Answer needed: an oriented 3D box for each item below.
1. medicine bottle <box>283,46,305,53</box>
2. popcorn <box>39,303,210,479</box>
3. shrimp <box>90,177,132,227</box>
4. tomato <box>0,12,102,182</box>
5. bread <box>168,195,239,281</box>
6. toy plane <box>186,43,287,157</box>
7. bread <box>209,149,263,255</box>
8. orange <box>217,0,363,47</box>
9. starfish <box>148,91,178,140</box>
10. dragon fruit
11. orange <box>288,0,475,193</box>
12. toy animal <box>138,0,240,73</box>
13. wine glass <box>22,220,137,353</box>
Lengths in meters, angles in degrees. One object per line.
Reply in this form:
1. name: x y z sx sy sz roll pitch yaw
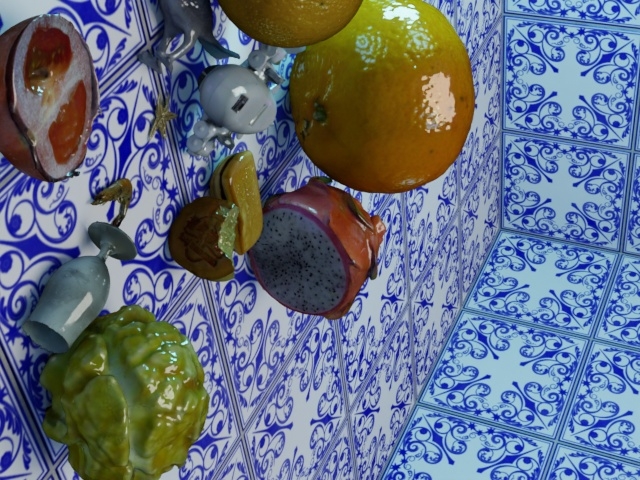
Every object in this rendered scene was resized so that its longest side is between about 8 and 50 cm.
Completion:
1. medicine bottle: -0.062 -0.440 2.022 0.080 0.080 0.130 -47 142 -51
2. popcorn: -0.304 0.257 1.603 0.282 0.247 0.282 -38 142 -39
3. shrimp: -0.334 -0.054 1.651 0.114 0.023 0.083 -39 139 -62
4. tomato: -0.382 -0.192 1.344 0.199 0.112 0.228 -67 158 -43
5. bread: -0.208 0.001 1.851 0.086 0.125 0.156 49 38 -72
6. toy plane: -0.146 -0.251 1.818 0.267 0.122 0.267 -50 171 -10
7. bread: -0.163 -0.074 1.978 0.116 0.077 0.200 -51 144 -46
8. orange: -0.053 -0.449 1.673 0.274 0.274 0.274 12 90 -68
9. starfish: -0.270 -0.208 1.732 0.092 0.016 0.086 87 25 -46
10. dragon fruit: 0.000 0.000 2.143 0.189 0.290 0.291 -44 141 -46
11. orange: 0.117 -0.300 2.123 0.326 0.424 0.424 -12 117 -31
12. toy animal: -0.222 -0.357 1.683 0.367 0.081 0.206 74 36 -56
13. wine glass: -0.364 0.072 1.553 0.093 0.093 0.202 78 32 -45
